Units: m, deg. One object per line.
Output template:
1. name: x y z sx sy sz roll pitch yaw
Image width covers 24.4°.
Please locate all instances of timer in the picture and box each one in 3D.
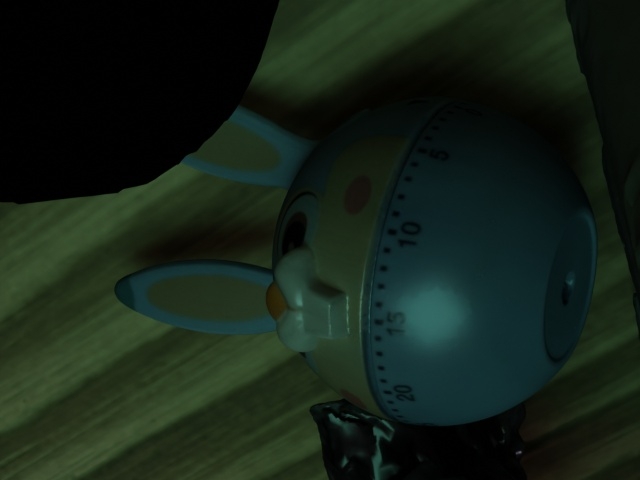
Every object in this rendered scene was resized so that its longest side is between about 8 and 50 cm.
1. timer: 0.006 0.007 0.717 0.255 0.175 0.175 3 127 4

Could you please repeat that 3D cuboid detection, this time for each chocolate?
1. chocolate: -0.136 -0.168 0.598 0.283 0.186 0.284 5 136 5

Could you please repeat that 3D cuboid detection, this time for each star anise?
1. star anise: 0.094 0.163 0.786 0.129 0.212 0.282 -44 139 6

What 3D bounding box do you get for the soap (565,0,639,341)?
1. soap: 0.243 0.089 0.574 0.212 0.435 0.350 -12 120 11
